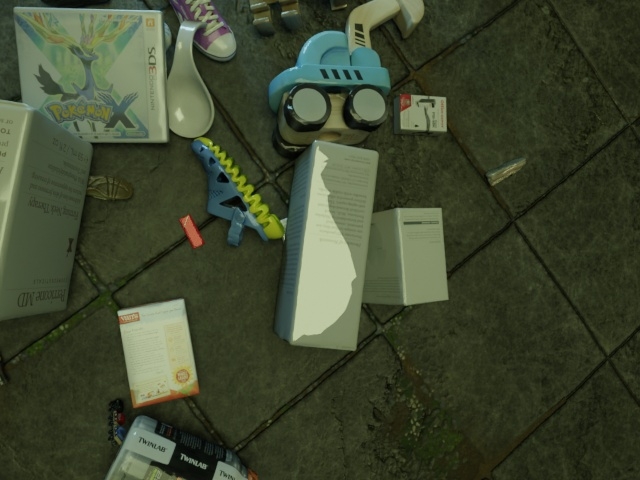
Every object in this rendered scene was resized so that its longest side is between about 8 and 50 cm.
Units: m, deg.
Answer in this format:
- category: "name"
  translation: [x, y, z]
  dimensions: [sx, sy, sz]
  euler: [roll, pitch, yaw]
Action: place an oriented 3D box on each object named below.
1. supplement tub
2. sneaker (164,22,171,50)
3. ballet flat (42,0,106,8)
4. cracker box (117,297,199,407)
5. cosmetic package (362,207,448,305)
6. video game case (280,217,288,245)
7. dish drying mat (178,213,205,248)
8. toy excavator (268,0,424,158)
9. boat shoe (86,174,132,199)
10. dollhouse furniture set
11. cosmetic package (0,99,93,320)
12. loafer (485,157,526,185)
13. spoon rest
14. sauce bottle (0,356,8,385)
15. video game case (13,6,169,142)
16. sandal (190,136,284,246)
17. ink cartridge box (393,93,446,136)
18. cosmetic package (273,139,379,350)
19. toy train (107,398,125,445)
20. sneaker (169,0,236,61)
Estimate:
- category: "supplement tub"
  translation: [-0.317, 0.546, 1.275]
  dimensions: [0.315, 0.193, 0.194]
  euler: [26, 82, -10]
- category: "sneaker"
  translation: [-0.480, -0.478, 1.360]
  dimensions: [0.237, 0.085, 0.086]
  euler: [-14, 50, -5]
- category: "ballet flat"
  translation: [-0.594, -0.599, 1.356]
  dimensions: [0.173, 0.058, 0.049]
  euler: [-9, 48, -14]
- category: "cracker box"
  translation: [-0.386, 0.265, 1.339]
  dimensions: [0.155, 0.067, 0.233]
  euler: [-9, 90, -14]
- category: "cosmetic package"
  translation: [0.190, 0.042, 1.387]
  dimensions: [0.138, 0.224, 0.225]
  euler: [-2, 87, -27]
- category: "video game case"
  translation: [0.000, 0.000, 1.462]
  dimensions: [0.190, 0.022, 0.173]
  euler: [-21, 91, -14]
- category: "dish drying mat"
  translation: [-0.322, -0.022, 1.398]
  dimensions: [0.032, 0.008, 0.083]
  euler: [-27, 93, -13]
- category: "toy excavator"
  translation: [0.076, -0.457, 1.422]
  dimensions: [0.432, 0.222, 0.446]
  euler: [-3, 79, -14]
- category: "boat shoe"
  translation: [-0.532, -0.127, 1.343]
  dimensions: [0.152, 0.048, 0.056]
  euler: [4, 80, -19]
- category: "dollhouse furniture set"
  translation: [-0.065, -0.658, 1.447]
  dimensions: [0.241, 0.161, 0.212]
  euler: [-10, 89, 9]
- category: "cosmetic package"
  translation: [-0.704, -0.062, 1.128]
  dimensions: [0.327, 0.329, 0.394]
  euler: [9, 87, -2]
- category: "loafer"
  translation: [0.527, -0.195, 1.583]
  dimensions: [0.125, 0.045, 0.039]
  euler: [-24, 109, -6]
- category: "spoon rest"
  translation: [-0.319, -0.387, 1.347]
  dimensions: [0.137, 0.084, 0.277]
  euler: [7, 105, 9]
- category: "sauce bottle"
  translation: [-0.750, 0.270, 1.271]
  dimensions: [0.042, 0.042, 0.128]
  euler: [-28, 94, -12]
- category: "video game case"
  translation: [-0.527, -0.380, 1.302]
  dimensions: [0.328, 0.036, 0.300]
  euler: [-1, 102, -5]
- category: "sandal"
  translation: [-0.228, -0.109, 1.370]
  dimensions: [0.138, 0.126, 0.318]
  euler: [-35, 90, 5]
- category: "ink cartridge box"
  translation: [0.272, -0.341, 1.522]
  dimensions: [0.135, 0.056, 0.099]
  euler: [0, 86, -12]
- category: "cosmetic package"
  translation: [0.007, 0.016, 1.334]
  dimensions: [0.161, 0.230, 0.454]
  euler: [9, 86, -13]
- category: "toy train"
  translation: [-0.462, 0.412, 1.271]
  dimensions: [0.036, 0.158, 0.027]
  euler: [-28, 116, -9]
- category: "sneaker"
  translation: [-0.304, -0.575, 1.355]
  dimensions: [0.102, 0.161, 0.282]
  euler: [-40, 97, -13]
